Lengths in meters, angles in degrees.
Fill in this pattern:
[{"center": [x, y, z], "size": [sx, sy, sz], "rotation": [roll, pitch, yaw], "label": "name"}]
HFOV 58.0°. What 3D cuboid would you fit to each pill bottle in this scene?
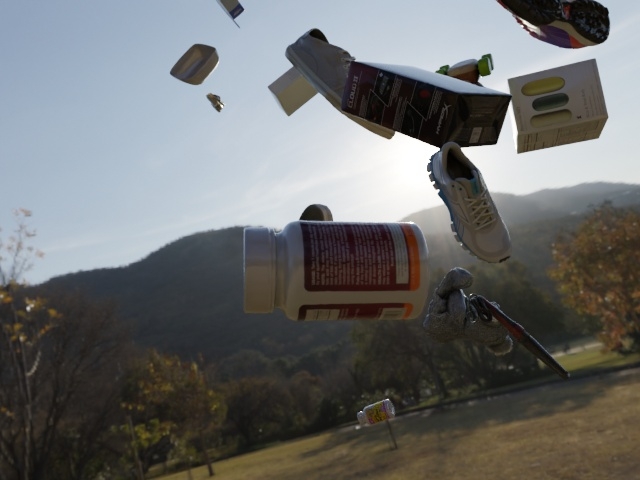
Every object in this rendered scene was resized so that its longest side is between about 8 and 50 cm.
[{"center": [0.025, 0.067, 1.291], "size": [0.391, 0.224, 0.224], "rotation": [1, -13, -9], "label": "pill bottle"}, {"center": [0.130, 0.405, 1.352], "size": [0.083, 0.044, 0.043], "rotation": [-27, -14, 20], "label": "pill bottle"}]

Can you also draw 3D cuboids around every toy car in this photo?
[{"center": [0.442, -0.436, 1.714], "size": [0.154, 0.189, 0.149], "rotation": [-8, 21, 26], "label": "toy car"}]

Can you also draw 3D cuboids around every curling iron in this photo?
[{"center": [0.435, 0.218, 1.286], "size": [0.068, 0.274, 0.035], "rotation": [-49, -7, -23], "label": "curling iron"}]

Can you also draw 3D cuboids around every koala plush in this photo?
[{"center": [0.423, 0.223, 1.598], "size": [0.221, 0.196, 0.203], "rotation": [22, 57, 41], "label": "koala plush"}]

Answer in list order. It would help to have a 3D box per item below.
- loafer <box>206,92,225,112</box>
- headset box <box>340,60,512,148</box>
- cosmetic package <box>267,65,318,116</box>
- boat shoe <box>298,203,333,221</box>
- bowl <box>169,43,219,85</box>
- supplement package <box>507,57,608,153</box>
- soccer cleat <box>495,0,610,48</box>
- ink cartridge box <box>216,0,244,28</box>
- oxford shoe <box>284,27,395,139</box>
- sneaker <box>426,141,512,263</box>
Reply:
[{"center": [-0.347, -0.466, 1.917], "size": [0.039, 0.045, 0.125], "rotation": [-47, -7, -5], "label": "loafer"}, {"center": [0.202, -0.286, 1.185], "size": [0.218, 0.110, 0.293], "rotation": [-13, 33, -45], "label": "headset box"}, {"center": [-0.070, -0.581, 2.131], "size": [0.231, 0.085, 0.117], "rotation": [-38, -39, -3], "label": "cosmetic package"}, {"center": [0.002, 0.002, 1.794], "size": [0.103, 0.118, 0.321], "rotation": [-34, -37, -30], "label": "boat shoe"}, {"center": [-0.384, -0.539, 1.793], "size": [0.142, 0.142, 0.053], "rotation": [26, -17, 41], "label": "bowl"}, {"center": [0.750, -0.422, 1.853], "size": [0.262, 0.200, 0.198], "rotation": [-10, -12, 16], "label": "supplement package"}, {"center": [0.423, -0.444, 1.123], "size": [0.318, 0.109, 0.116], "rotation": [8, -4, -29], "label": "soccer cleat"}, {"center": [-0.363, -0.869, 1.931], "size": [0.065, 0.186, 0.311], "rotation": [-39, -26, 2], "label": "ink cartridge box"}, {"center": [0.061, -0.435, 1.565], "size": [0.130, 0.449, 0.169], "rotation": [-48, -31, 17], "label": "oxford shoe"}, {"center": [0.212, -0.055, 0.817], "size": [0.071, 0.191, 0.083], "rotation": [-28, -11, -5], "label": "sneaker"}]
